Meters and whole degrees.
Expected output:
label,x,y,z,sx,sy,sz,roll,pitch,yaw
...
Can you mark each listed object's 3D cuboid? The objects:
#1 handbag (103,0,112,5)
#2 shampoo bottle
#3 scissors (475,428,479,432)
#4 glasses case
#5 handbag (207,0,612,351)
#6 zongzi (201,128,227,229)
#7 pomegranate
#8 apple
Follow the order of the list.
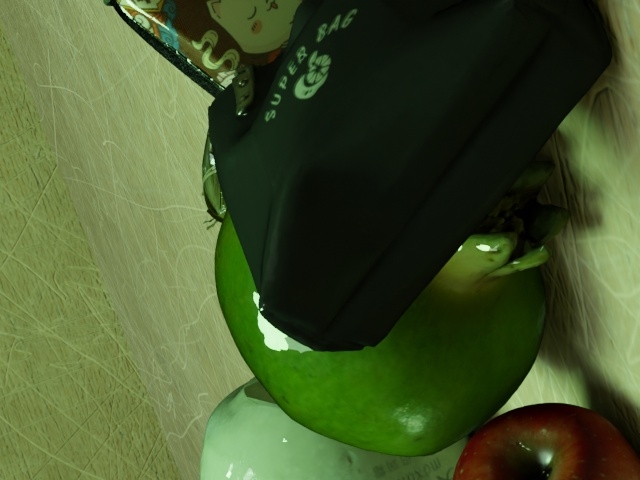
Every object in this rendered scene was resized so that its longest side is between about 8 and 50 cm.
label,x,y,z,sx,sy,sz,roll,pitch,yaw
handbag,-0.186,-0.477,1.592,0.316,0.180,0.416,-18,92,65
shampoo bottle,0.024,0.286,1.751,0.322,0.322,0.317,-171,64,-71
scissors,0.176,0.212,1.729,0.083,0.006,0.036,48,155,46
glasses case,-0.055,-0.180,1.464,0.321,0.122,0.082,37,155,-14
handbag,0.036,-0.120,1.214,0.152,0.342,0.288,28,-162,-37
zongzi,-0.126,-0.111,2.094,0.187,0.084,0.184,167,92,-78
pomegranate,0.057,0.050,1.365,0.310,0.216,0.358,47,145,-9
apple,0.206,0.235,1.381,0.168,0.181,0.181,46,-179,-43
